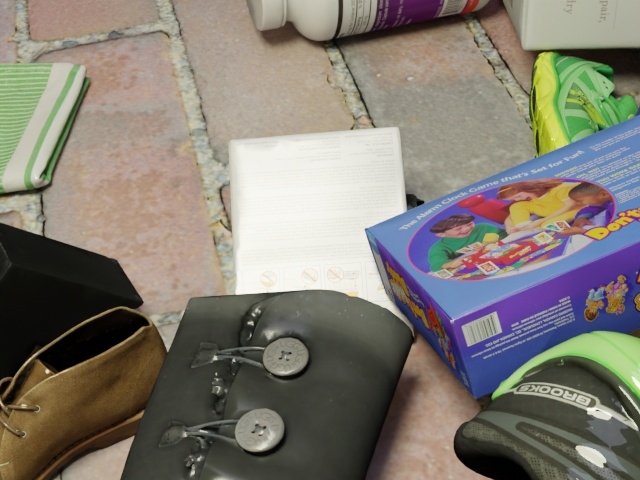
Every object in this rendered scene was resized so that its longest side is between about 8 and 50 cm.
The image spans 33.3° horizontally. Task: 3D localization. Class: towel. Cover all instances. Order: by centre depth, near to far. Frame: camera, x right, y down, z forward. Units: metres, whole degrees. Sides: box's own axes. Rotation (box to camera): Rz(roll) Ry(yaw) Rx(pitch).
[{"bbox_3d":[-0.467,-0.142,1.308,0.325,0.038,0.248,2,44,4],"label":"towel"}]

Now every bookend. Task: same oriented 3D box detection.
[{"bbox_3d":[-0.283,0.078,1.027,0.157,0.156,0.072,21,21,-46],"label":"bookend"}]

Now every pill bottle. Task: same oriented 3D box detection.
[{"bbox_3d":[0.063,-0.370,1.425,0.323,0.181,0.181,-13,44,-12],"label":"pill bottle"}]

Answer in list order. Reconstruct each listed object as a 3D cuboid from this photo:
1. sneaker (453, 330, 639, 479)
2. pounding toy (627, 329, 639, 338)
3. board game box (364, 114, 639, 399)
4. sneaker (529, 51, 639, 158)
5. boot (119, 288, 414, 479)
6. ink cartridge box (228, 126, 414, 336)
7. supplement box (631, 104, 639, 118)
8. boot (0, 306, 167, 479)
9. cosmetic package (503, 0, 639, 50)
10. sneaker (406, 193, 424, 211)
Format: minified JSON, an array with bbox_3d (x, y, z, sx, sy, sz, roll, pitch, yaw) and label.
[{"bbox_3d":[0.233,0.295,0.711,0.202,0.185,0.482,-24,55,1],"label":"sneaker"},{"bbox_3d":[0.315,0.131,0.967,0.154,0.155,0.269,43,65,4],"label":"pounding toy"},{"bbox_3d":[0.240,-0.008,0.956,0.347,0.078,0.233,-22,23,-7],"label":"board game box"},{"bbox_3d":[0.302,-0.124,1.208,0.124,0.109,0.295,0,43,8],"label":"sneaker"},{"bbox_3d":[0.006,0.235,0.829,0.367,0.146,0.445,10,40,10],"label":"boot"},{"bbox_3d":[0.000,0.000,1.099,0.181,0.056,0.224,-4,77,2],"label":"ink cartridge box"},{"bbox_3d":[0.529,-0.111,1.082,0.356,0.194,0.195,35,31,33],"label":"supplement box"},{"bbox_3d":[-0.268,0.157,0.928,0.305,0.115,0.112,-31,52,-26],"label":"boot"},{"bbox_3d":[0.434,-0.440,1.337,0.394,0.327,0.329,-1,28,1],"label":"cosmetic package"},{"bbox_3d":[0.071,-0.032,1.162,0.089,0.051,0.170,-9,50,-3],"label":"sneaker"}]
